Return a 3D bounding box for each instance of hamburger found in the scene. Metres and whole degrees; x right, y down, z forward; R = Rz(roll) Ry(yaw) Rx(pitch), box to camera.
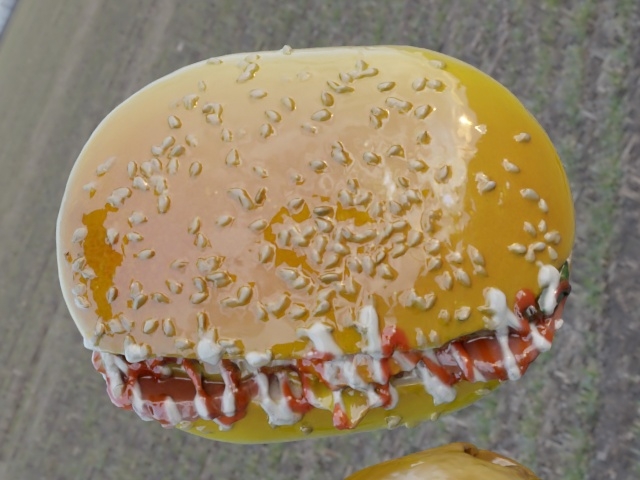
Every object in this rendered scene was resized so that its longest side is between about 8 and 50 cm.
[{"bbox_3d":[0.000,0.000,0.713,0.151,0.295,0.227,19,-116,-87],"label":"hamburger"}]

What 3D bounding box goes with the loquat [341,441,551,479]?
[{"bbox_3d":[0.047,0.143,0.442,0.141,0.141,0.141,-54,20,31],"label":"loquat"}]
